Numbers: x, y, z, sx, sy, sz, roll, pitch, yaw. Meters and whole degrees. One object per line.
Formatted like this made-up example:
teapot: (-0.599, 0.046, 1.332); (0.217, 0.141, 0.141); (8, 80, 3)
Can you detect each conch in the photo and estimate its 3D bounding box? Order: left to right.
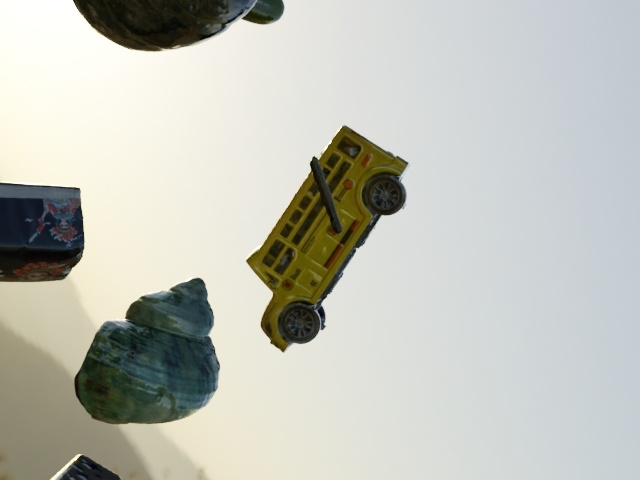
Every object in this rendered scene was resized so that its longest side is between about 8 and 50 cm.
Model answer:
conch: (-0.192, 0.135, 1.786); (0.176, 0.188, 0.122); (36, -41, -29)

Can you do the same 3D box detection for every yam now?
yam: (0.006, -0.055, 1.853); (0.014, 0.014, 0.107); (80, -8, -68)

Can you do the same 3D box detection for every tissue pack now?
tissue pack: (-0.326, -0.008, 1.496); (0.103, 0.170, 0.090); (133, -44, -60)

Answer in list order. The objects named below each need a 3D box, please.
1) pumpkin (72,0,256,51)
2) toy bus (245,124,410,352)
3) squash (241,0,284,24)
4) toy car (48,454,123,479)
pumpkin: (-0.180, -0.372, 1.804); (0.207, 0.300, 0.300); (33, 9, -38)
toy bus: (0.000, 0.000, 2.202); (0.152, 0.330, 0.144); (34, 3, 2)
squash: (-0.150, -0.357, 2.061); (0.252, 0.066, 0.066); (26, 13, -37)
toy car: (-0.112, 0.348, 1.451); (0.242, 0.336, 0.226); (-38, 135, -85)
